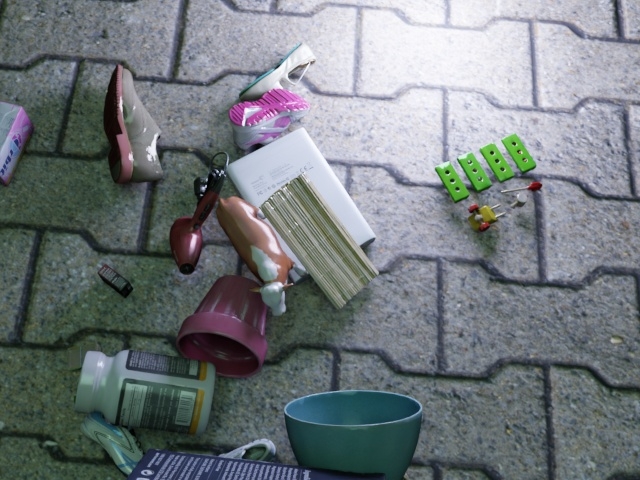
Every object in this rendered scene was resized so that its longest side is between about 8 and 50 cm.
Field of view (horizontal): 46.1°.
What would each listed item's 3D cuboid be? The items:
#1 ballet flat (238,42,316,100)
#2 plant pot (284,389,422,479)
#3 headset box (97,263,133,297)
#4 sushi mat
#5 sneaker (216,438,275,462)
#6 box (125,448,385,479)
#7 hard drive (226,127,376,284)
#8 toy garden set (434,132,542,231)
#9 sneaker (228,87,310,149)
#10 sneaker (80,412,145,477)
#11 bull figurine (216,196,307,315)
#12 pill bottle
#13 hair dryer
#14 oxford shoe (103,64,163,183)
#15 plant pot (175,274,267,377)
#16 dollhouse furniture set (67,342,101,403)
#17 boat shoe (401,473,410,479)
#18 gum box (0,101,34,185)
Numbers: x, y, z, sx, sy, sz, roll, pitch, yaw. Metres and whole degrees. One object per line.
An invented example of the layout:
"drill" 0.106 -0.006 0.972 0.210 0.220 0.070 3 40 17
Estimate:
"ballet flat" -0.107 -0.433 2.008 0.086 0.086 0.248 42 72 13
"plant pot" 0.071 0.446 1.591 0.290 0.290 0.195 -2 93 -3
"headset box" -0.492 0.094 1.792 0.083 0.062 0.032 35 71 9
"sushi mat" 0.000 0.000 1.784 0.151 0.019 0.316 -42 102 -22
"sneaker" -0.190 0.487 1.645 0.191 0.083 0.071 -28 74 -11
"box" -0.132 0.668 1.346 0.472 0.297 0.479 5 95 0
"hard drive" -0.053 -0.091 1.892 0.233 0.047 0.353 -29 73 -12
"toy garden set" 0.445 -0.142 1.935 0.244 0.049 0.203 -23 70 -12
"sneaker" -0.137 -0.312 1.948 0.252 0.111 0.103 -24 59 -34
"sneaker" -0.422 0.455 1.645 0.237 0.085 0.086 40 77 11
"bull figurine" -0.131 0.030 1.732 0.101 0.188 0.310 -34 73 11
"pill bottle" -0.377 0.325 1.632 0.279 0.162 0.162 11 69 -10
"hair dryer" -0.299 -0.056 1.777 0.080 0.223 0.293 14 70 -18
"oxford shoe" -0.480 -0.294 1.934 0.130 0.123 0.348 2 65 -30
"plant pot" -0.206 0.186 1.711 0.201 0.201 0.180 14 54 3
"dollhouse furniture set" -0.535 0.313 1.727 0.076 0.058 0.151 -15 51 0
"boat shoe" 0.204 0.582 1.630 0.068 0.072 0.190 -33 74 -14
"gum box" -0.791 -0.246 1.885 0.062 0.107 0.188 14 69 3
